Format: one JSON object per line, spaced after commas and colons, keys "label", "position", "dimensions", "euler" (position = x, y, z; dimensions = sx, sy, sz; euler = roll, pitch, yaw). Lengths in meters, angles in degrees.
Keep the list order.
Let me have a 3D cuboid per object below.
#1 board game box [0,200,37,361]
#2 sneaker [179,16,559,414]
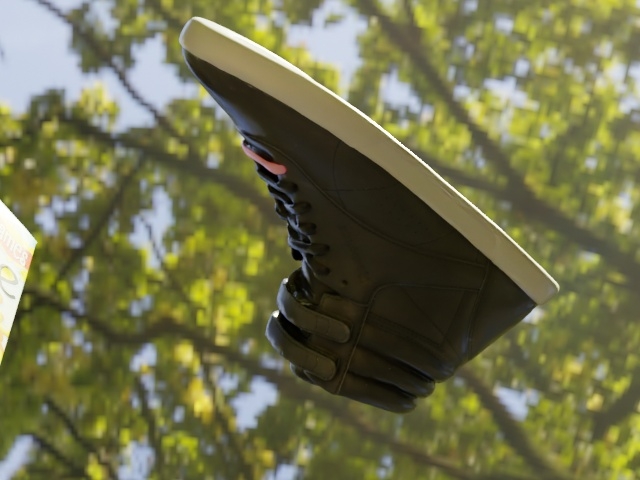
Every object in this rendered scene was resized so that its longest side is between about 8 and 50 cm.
{"label": "board game box", "position": [-0.305, 0.055, 1.316], "dimensions": [0.142, 0.144, 0.275], "euler": [-31, -155, 18]}
{"label": "sneaker", "position": [0.000, 0.000, 1.157], "dimensions": [0.147, 0.296, 0.104], "euler": [-50, -149, 3]}
